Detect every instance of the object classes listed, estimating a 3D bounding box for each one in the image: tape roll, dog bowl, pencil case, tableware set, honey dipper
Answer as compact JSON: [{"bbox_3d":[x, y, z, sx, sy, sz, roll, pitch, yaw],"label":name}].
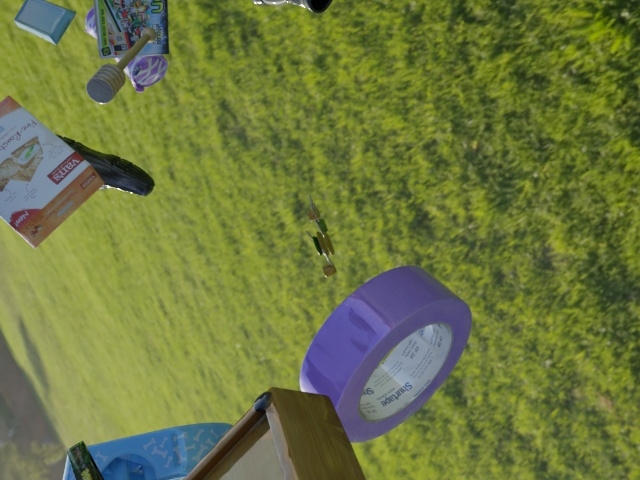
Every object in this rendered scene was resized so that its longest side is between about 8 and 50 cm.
[{"bbox_3d":[0.102,0.174,1.224,0.090,0.274,0.275,42,149,35],"label":"tape roll"},{"bbox_3d":[-0.250,0.333,1.201,0.166,0.297,0.074,38,-140,-63],"label":"dog bowl"},{"bbox_3d":[-0.388,-0.388,1.603,0.206,0.086,0.088,50,119,23],"label":"pencil case"},{"bbox_3d":[0.000,0.000,1.437,0.104,0.024,0.154,59,-168,-46],"label":"tableware set"},{"bbox_3d":[-0.213,-0.198,0.879,0.030,0.161,0.031,5,126,6],"label":"honey dipper"}]

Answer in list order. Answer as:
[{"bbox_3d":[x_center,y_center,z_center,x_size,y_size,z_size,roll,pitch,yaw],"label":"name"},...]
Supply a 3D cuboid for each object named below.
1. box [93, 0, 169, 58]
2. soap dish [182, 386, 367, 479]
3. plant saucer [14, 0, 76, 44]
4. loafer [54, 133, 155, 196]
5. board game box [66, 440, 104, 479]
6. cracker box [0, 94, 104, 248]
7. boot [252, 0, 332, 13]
[{"bbox_3d":[-0.296,-0.387,1.250,0.036,0.114,0.207,-116,24,-45],"label":"box"},{"bbox_3d":[-0.054,0.299,0.811,0.118,0.229,0.291,40,-173,-24],"label":"soap dish"},{"bbox_3d":[-0.494,-0.396,1.429,0.192,0.067,0.018,30,178,46],"label":"plant saucer"},{"bbox_3d":[-0.417,-0.125,1.490,0.223,0.076,0.078,21,107,-4],"label":"loafer"},{"bbox_3d":[-0.253,0.394,1.040,0.136,0.030,0.260,28,141,58],"label":"board game box"},{"bbox_3d":[-0.490,-0.116,1.319,0.232,0.156,0.067,37,164,23],"label":"cracker box"},{"bbox_3d":[-0.001,-0.446,1.187,0.161,0.247,0.083,18,174,41],"label":"boot"}]
